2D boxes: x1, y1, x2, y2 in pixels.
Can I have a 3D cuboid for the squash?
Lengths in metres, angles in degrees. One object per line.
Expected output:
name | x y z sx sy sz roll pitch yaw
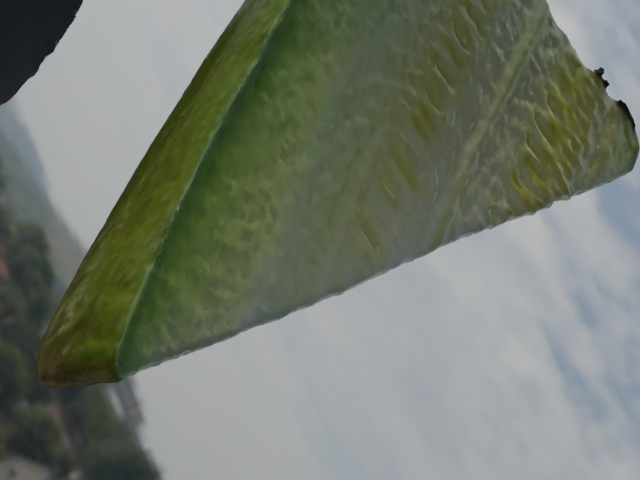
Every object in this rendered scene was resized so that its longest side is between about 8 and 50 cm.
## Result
squash | 0.000 0.000 0.717 0.203 0.111 0.289 52 45 -32

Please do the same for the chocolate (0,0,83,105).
chocolate | -0.384 -0.281 1.632 0.297 0.326 0.314 28 -48 44
